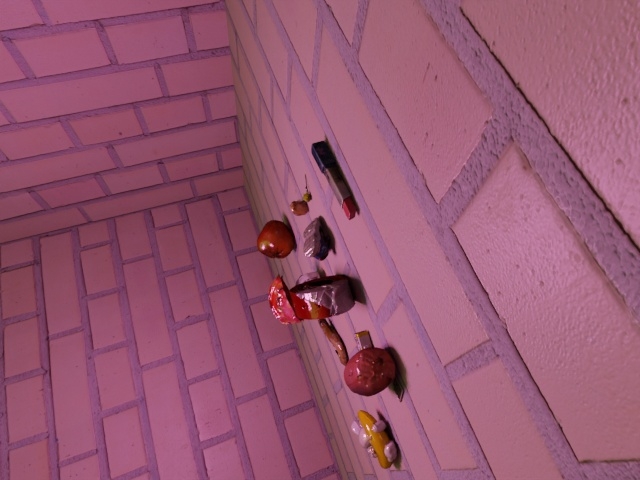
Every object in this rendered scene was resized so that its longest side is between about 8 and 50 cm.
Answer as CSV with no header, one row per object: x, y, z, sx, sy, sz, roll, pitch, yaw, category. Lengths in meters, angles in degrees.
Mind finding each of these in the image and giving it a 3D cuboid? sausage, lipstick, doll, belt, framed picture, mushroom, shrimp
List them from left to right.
-0.116,-0.154,2.085,0.209,0.084,0.071,-165,82,-78,mushroom
0.011,0.216,1.678,0.323,0.227,0.115,-6,102,64,belt
0.064,0.506,2.155,0.296,0.058,0.169,-130,25,-53,shrimp
0.049,-0.202,1.431,0.051,0.051,0.312,99,150,-58,lipstick
0.165,0.451,1.473,0.280,0.152,0.152,106,146,-63,sausage
0.218,0.799,1.750,0.237,0.111,0.252,47,153,30,doll
0.259,0.497,1.454,0.089,0.006,0.066,89,160,-46,framed picture

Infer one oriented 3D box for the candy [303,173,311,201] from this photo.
-0.062,-0.229,1.891,0.035,0.035,0.123,4,102,42,candy

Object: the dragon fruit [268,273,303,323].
-0.181,0.312,2.051,0.274,0.126,0.161,64,179,-21,dragon fruit

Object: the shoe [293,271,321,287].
-0.042,0.251,2.028,0.351,0.171,0.198,157,97,-77,shoe

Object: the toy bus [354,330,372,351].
0.166,0.393,1.618,0.058,0.052,0.102,132,123,-75,toy bus

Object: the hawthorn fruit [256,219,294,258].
-0.269,-0.020,2.576,0.224,0.223,0.261,101,165,-62,hawthorn fruit

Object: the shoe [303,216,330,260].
0.000,0.001,1.802,0.099,0.125,0.228,-46,25,34,shoe
